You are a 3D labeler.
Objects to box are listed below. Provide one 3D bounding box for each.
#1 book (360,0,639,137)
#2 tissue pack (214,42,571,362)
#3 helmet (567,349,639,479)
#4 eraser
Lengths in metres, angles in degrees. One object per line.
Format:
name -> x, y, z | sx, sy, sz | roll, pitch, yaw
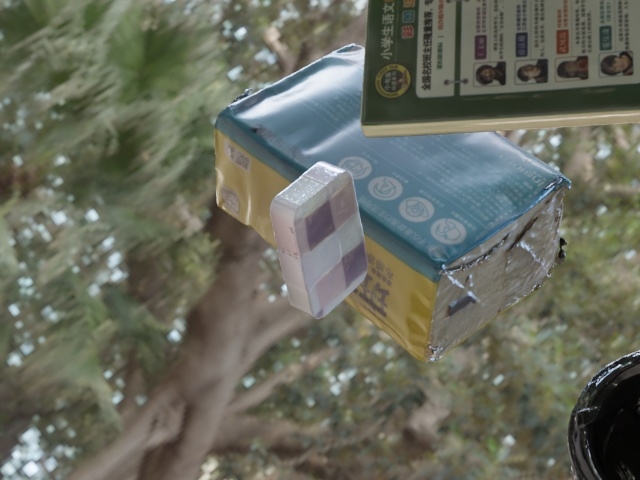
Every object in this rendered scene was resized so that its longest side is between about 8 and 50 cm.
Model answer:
book -> 0.164, -0.176, 1.087 | 0.264, 0.202, 0.027 | -2, -24, 15
tissue pack -> 0.060, -0.037, 1.290 | 0.271, 0.192, 0.134 | 37, -38, 30
helmet -> 0.424, 0.251, 1.721 | 0.160, 0.279, 0.230 | 84, -17, -60
eraser -> 0.000, 0.000, 1.037 | 0.026, 0.065, 0.105 | 23, -38, 34
